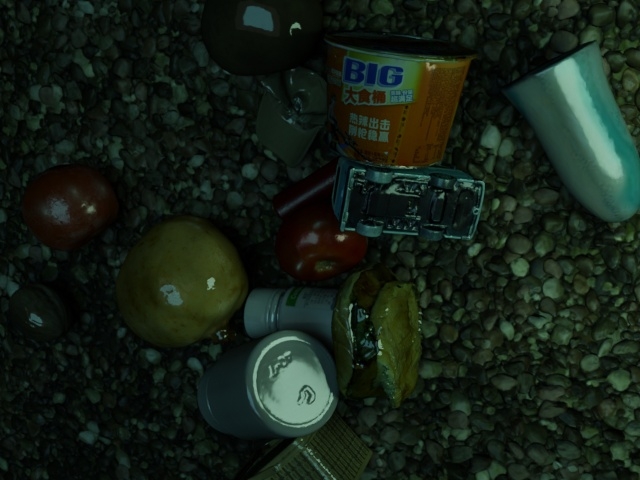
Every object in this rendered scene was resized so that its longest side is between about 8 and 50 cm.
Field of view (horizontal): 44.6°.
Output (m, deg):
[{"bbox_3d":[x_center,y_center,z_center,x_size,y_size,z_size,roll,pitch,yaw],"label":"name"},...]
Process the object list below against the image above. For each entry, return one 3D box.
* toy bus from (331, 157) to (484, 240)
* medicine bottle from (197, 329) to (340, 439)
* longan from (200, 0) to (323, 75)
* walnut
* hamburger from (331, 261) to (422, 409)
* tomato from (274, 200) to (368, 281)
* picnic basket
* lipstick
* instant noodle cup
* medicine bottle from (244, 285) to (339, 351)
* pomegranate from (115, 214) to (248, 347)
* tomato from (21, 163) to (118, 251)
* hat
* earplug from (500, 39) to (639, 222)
[{"bbox_3d":[0.162,-0.089,1.521,0.271,0.165,0.133,4,110,-14],"label":"toy bus"},{"bbox_3d":[-0.123,0.311,1.635,0.208,0.208,0.340,61,150,0],"label":"medicine bottle"},{"bbox_3d":[-0.113,-0.437,1.552,0.246,0.215,0.246,13,110,40],"label":"longan"},{"bbox_3d":[-0.684,0.176,1.913,0.140,0.140,0.162,-40,82,22],"label":"walnut"},{"bbox_3d":[0.113,0.187,1.568,0.134,0.265,0.284,2,99,21],"label":"hamburger"},{"bbox_3d":[0.000,0.000,1.619,0.195,0.195,0.136,-26,57,22],"label":"tomato"},{"bbox_3d":[-0.070,0.527,1.719,0.313,0.228,0.175,-44,86,21],"label":"picnic basket"},{"bbox_3d":[0.010,-0.118,1.645,0.241,0.080,0.080,-30,90,22],"label":"lipstick"},{"bbox_3d":[0.134,-0.267,1.473,0.296,0.296,0.214,13,112,17],"label":"instant noodle cup"},{"bbox_3d":[-0.036,0.166,1.686,0.237,0.139,0.139,2,101,25],"label":"medicine bottle"},{"bbox_3d":[-0.300,0.087,1.698,0.307,0.307,0.307,4,102,19],"label":"pomegranate"},{"bbox_3d":[-0.575,-0.083,1.789,0.208,0.208,0.184,-39,93,22],"label":"tomato"},{"bbox_3d":[-0.049,-0.261,1.655,0.166,0.144,0.173,40,155,14],"label":"hat"},{"bbox_3d":[0.481,-0.178,1.427,0.185,0.185,0.324,-25,98,22],"label":"earplug"}]
